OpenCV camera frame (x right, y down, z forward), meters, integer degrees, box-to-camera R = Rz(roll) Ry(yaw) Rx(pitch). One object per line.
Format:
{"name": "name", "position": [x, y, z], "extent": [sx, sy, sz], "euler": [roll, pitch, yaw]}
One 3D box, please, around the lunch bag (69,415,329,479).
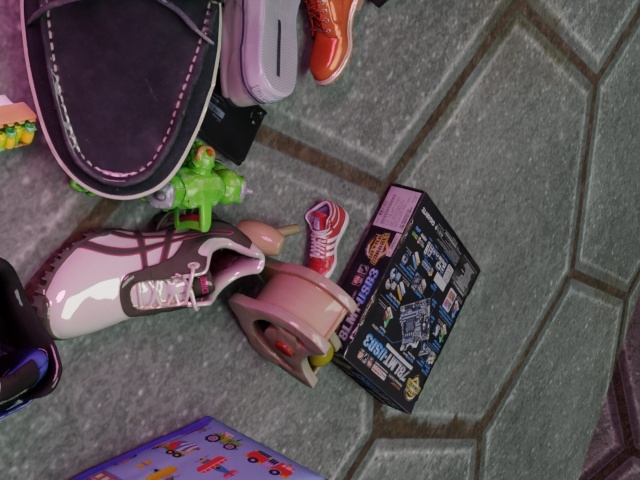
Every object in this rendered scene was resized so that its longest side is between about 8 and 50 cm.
{"name": "lunch bag", "position": [-0.164, 0.324, 1.073], "extent": [0.293, 0.221, 0.138], "euler": [2, 103, -53]}

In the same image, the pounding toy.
{"name": "pounding toy", "position": [-0.012, 0.072, 1.195], "extent": [0.155, 0.154, 0.269], "euler": [-54, 153, -22]}

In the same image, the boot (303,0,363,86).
{"name": "boot", "position": [0.004, -0.281, 1.177], "extent": [0.084, 0.059, 0.158], "euler": [16, 84, -51]}

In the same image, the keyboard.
{"name": "keyboard", "position": [-0.125, -0.172, 1.077], "extent": [0.180, 0.023, 0.108], "euler": [38, 73, -54]}

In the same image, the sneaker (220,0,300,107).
{"name": "sneaker", "position": [-0.077, -0.274, 1.047], "extent": [0.094, 0.091, 0.258], "euler": [26, 62, -47]}

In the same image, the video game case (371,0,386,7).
{"name": "video game case", "position": [0.196, -0.454, 1.219], "extent": [0.248, 0.035, 0.275], "euler": [-46, -179, -32]}

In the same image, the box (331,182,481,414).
{"name": "box", "position": [0.135, 0.104, 1.502], "extent": [0.293, 0.073, 0.295], "euler": [-61, 144, -13]}

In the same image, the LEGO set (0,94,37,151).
{"name": "LEGO set", "position": [-0.343, -0.094, 0.750], "extent": [0.287, 0.107, 0.132], "euler": [27, 83, -54]}

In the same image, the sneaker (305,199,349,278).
{"name": "sneaker", "position": [0.000, 0.000, 1.302], "extent": [0.067, 0.042, 0.118], "euler": [37, 67, -57]}

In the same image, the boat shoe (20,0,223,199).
{"name": "boat shoe", "position": [-0.158, -0.252, 0.769], "extent": [0.186, 0.156, 0.500], "euler": [10, 117, -11]}

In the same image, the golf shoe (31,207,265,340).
{"name": "golf shoe", "position": [-0.185, 0.036, 1.010], "extent": [0.273, 0.120, 0.105], "euler": [-29, 128, -42]}

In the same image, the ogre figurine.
{"name": "ogre figurine", "position": [-0.158, -0.064, 1.000], "extent": [0.197, 0.118, 0.097], "euler": [23, 86, -55]}

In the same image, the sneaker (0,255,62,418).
{"name": "sneaker", "position": [-0.328, 0.128, 0.789], "extent": [0.127, 0.182, 0.316], "euler": [-6, 118, -51]}
